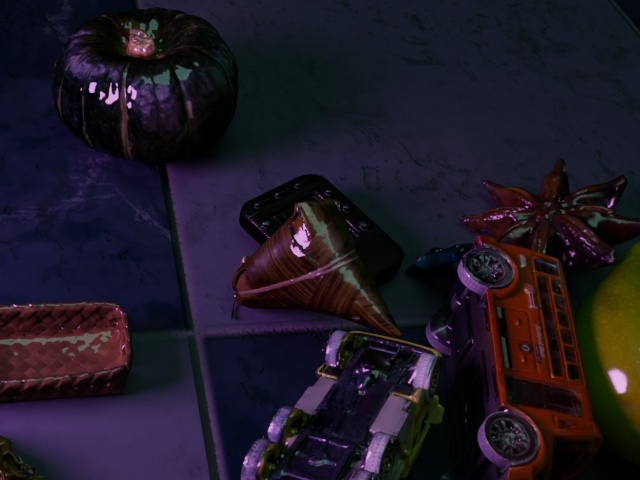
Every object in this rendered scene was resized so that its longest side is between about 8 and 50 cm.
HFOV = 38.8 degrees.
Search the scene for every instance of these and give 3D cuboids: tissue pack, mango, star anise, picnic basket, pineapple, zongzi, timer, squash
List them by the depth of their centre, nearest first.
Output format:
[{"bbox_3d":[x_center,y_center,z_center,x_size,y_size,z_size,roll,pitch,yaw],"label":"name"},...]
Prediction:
[{"bbox_3d":[-0.304,0.225,0.854,0.114,0.114,0.077,30,80,-7],"label":"pineapple"},{"bbox_3d":[-0.298,0.121,0.960,0.193,0.055,0.110,-1,46,-17],"label":"picnic basket"},{"bbox_3d":[-0.013,0.072,1.040,0.084,0.187,0.184,-18,72,-49],"label":"zongzi"},{"bbox_3d":[0.396,0.117,1.091,0.192,0.156,0.343,30,40,-2],"label":"mango"},{"bbox_3d":[0.172,0.017,1.156,0.085,0.138,0.028,-12,87,-28],"label":"tissue pack"},{"bbox_3d":[0.000,0.000,1.178,0.144,0.055,0.187,-29,62,-35],"label":"timer"},{"bbox_3d":[-0.238,-0.215,1.248,0.252,0.165,0.252,7,42,-6],"label":"squash"},{"bbox_3d":[0.319,-0.010,1.258,0.272,0.102,0.272,-13,36,9],"label":"star anise"}]

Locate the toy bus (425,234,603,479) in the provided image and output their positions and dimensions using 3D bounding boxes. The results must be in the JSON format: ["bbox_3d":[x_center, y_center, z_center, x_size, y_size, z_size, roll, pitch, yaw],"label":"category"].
[{"bbox_3d":[0.209,0.160,0.992,0.153,0.143,0.329,12,45,-9],"label":"toy bus"}]

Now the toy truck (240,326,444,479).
[{"bbox_3d":[0.028,0.216,0.887,0.124,0.157,0.272,13,32,21],"label":"toy truck"}]
